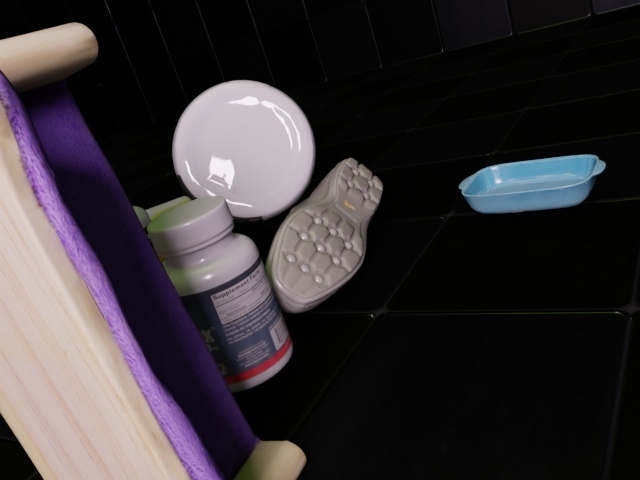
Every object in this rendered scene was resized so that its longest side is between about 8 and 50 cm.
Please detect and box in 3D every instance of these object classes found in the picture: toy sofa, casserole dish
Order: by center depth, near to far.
[{"bbox_3d":[-0.130,0.056,0.409,0.177,0.363,0.150,-14,19,31],"label":"toy sofa"},{"bbox_3d":[0.278,-0.072,0.848,0.188,0.037,0.114,-3,25,34],"label":"casserole dish"}]

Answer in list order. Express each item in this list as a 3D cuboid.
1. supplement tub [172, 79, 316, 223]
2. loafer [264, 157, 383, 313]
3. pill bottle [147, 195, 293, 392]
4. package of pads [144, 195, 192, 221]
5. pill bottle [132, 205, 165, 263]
[{"bbox_3d":[-0.111,-0.114,0.984,0.193,0.194,0.316,-20,1,-5],"label":"supplement tub"},{"bbox_3d":[0.000,0.000,0.835,0.111,0.112,0.319,-49,3,34],"label":"loafer"},{"bbox_3d":[-0.104,0.052,0.651,0.107,0.180,0.108,-17,20,6],"label":"pill bottle"},{"bbox_3d":[-0.297,0.043,0.962,0.296,0.101,0.229,-23,22,-13],"label":"package of pads"},{"bbox_3d":[-0.234,0.041,0.743,0.117,0.215,0.117,-16,21,6],"label":"pill bottle"}]
